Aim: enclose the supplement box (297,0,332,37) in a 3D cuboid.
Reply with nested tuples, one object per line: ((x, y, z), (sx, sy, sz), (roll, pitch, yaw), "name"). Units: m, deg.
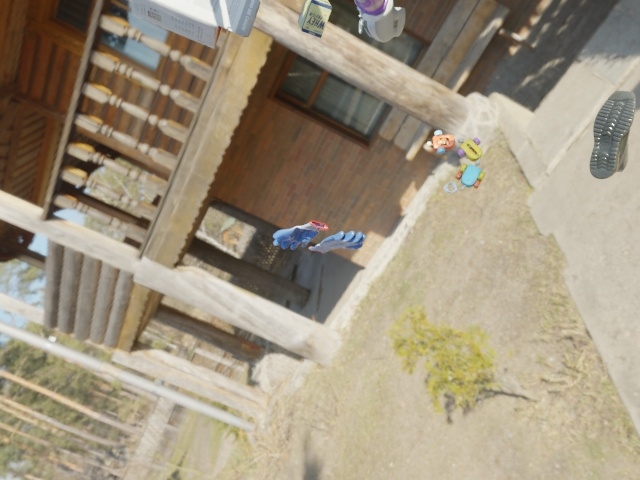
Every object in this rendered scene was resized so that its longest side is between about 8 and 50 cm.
((-0.016, -0.588, 1.379), (0.083, 0.056, 0.083), (-104, 32, -50), "supplement box")

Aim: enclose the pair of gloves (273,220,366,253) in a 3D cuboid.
((0.000, 0.000, 1.171), (0.159, 0.198, 0.023), (-22, 61, 49), "pair of gloves")

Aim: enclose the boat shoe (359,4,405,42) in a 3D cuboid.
((0.164, -0.644, 1.529), (0.306, 0.104, 0.113), (-50, -30, -56), "boat shoe")

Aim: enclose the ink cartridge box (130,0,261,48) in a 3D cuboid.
((-0.256, -0.628, 1.221), (0.130, 0.271, 0.310), (171, 117, -75), "ink cartridge box")

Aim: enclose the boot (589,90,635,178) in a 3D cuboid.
((0.694, -0.248, 1.237), (0.077, 0.137, 0.198), (28, 118, 39), "boot")

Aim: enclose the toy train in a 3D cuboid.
((0.328, -0.187, 1.271), (0.046, 0.125, 0.166), (63, -162, -70), "toy train")

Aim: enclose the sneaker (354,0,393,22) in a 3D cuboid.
((0.081, -0.617, 1.195), (0.095, 0.236, 0.104), (-31, -9, 17), "sneaker")
